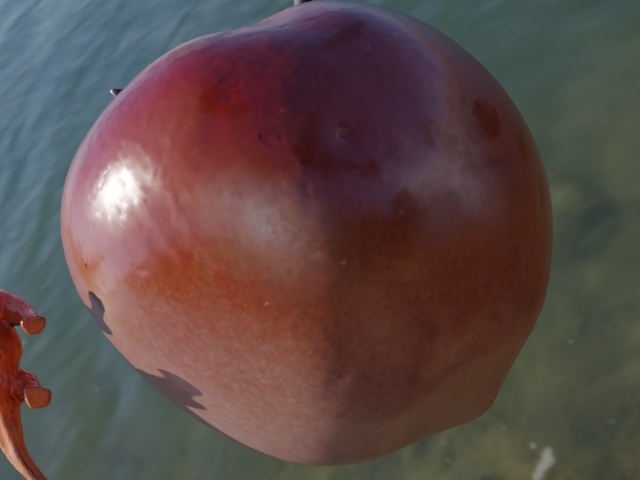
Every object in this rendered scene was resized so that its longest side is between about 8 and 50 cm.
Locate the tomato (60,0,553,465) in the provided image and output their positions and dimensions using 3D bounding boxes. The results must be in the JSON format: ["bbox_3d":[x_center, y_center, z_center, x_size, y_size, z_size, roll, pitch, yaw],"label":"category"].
[{"bbox_3d":[0.000,0.000,0.712,0.321,0.321,0.322,-26,32,18],"label":"tomato"}]

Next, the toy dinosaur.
[{"bbox_3d":[-0.220,0.051,0.686,0.055,0.280,0.101,-13,1,-32],"label":"toy dinosaur"}]
